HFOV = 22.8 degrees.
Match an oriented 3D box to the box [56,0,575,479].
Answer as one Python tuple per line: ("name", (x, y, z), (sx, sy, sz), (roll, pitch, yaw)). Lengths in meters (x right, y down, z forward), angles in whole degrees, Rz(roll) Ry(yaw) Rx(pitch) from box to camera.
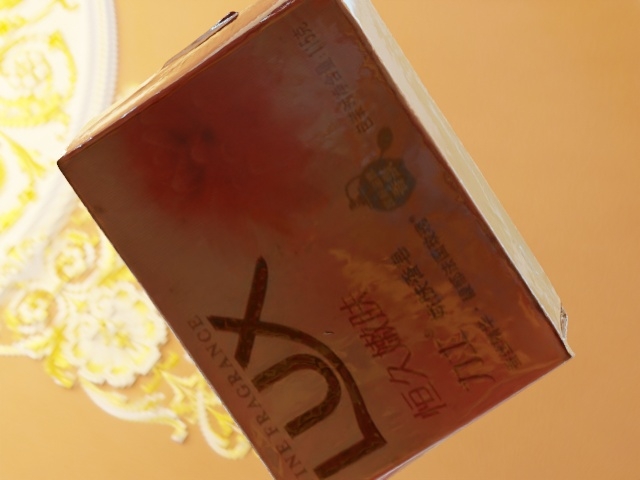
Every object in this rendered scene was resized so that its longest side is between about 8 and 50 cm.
("box", (0.000, 0.000, 0.520), (0.111, 0.060, 0.156), (-33, -84, 14))
